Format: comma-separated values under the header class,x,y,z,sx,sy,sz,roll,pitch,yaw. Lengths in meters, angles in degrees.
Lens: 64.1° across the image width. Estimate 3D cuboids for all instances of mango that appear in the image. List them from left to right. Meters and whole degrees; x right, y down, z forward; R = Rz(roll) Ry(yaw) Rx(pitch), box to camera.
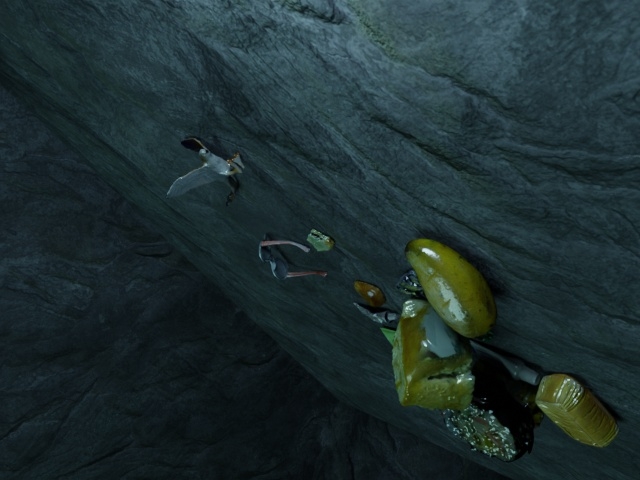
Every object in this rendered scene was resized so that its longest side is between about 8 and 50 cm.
class,x,y,z,sx,sy,sz,roll,pitch,yaw
mango,0.375,0.125,1.452,0.177,0.175,0.329,-24,100,29

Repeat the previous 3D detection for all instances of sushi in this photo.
class,x,y,z,sx,sy,sz,roll,pitch,yaw
sushi,0.626,0.584,1.845,0.328,0.285,0.328,11,133,51

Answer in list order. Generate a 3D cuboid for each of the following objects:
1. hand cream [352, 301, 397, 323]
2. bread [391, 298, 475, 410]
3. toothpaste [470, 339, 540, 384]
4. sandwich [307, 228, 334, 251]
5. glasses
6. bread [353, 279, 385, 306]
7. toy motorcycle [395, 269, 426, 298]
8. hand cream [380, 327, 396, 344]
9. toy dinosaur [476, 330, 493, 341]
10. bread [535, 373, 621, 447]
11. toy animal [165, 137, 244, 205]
class,x,y,z,sx,sy,sz,roll,pitch,yaw
hand cream,0.228,0.308,2.141,0.084,0.050,0.257,45,159,-27
bread,0.369,0.334,1.689,0.240,0.395,0.263,4,130,-1
toothpaste,0.634,0.426,1.798,0.283,0.069,0.099,25,126,47
sandwich,0.000,0.000,1.868,0.105,0.035,0.093,0,138,53
glasses,-0.109,0.071,2.163,0.269,0.118,0.234,-5,136,29
bread,0.192,0.215,2.014,0.126,0.044,0.129,16,154,41
toy motorcycle,0.323,0.152,1.687,0.124,0.061,0.193,27,157,2
hand cream,0.339,0.447,2.260,0.095,0.046,0.175,4,135,53
toy dinosaur,0.537,0.308,1.708,0.096,0.059,0.132,27,165,0
bread,0.843,0.561,1.682,0.288,0.119,0.153,43,159,-15
toy animal,-0.361,-0.221,1.835,0.302,0.224,0.284,-10,150,45
